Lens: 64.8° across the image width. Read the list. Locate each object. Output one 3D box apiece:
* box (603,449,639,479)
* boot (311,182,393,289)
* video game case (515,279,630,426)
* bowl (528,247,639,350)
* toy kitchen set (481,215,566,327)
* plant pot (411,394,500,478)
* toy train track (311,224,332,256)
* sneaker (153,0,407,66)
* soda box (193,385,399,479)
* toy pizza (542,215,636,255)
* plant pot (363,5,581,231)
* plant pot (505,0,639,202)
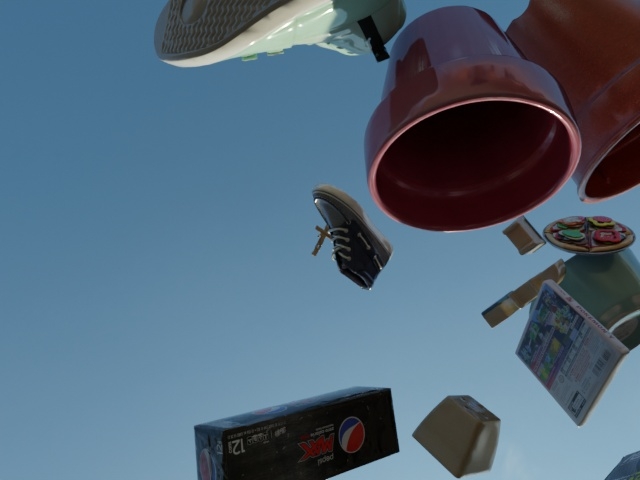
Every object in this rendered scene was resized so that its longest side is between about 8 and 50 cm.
[{"bbox_3d":[0.438,0.315,0.619,0.216,0.270,0.060,-24,-115,-31],"label":"box"},{"bbox_3d":[0.042,-0.003,0.814,0.190,0.069,0.086,43,-117,-24],"label":"boot"},{"bbox_3d":[0.442,0.202,0.911,0.023,0.183,0.201,-11,-51,-17],"label":"video game case"},{"bbox_3d":[0.706,0.176,1.255,0.312,0.163,0.311,-11,-51,-14],"label":"bowl"},{"bbox_3d":[0.441,0.068,1.164,0.207,0.122,0.166,-47,-110,34],"label":"toy kitchen set"},{"bbox_3d":[0.246,0.329,0.873,0.109,0.109,0.096,14,-77,-41],"label":"plant pot"},{"bbox_3d":[0.000,0.000,1.047,0.048,0.014,0.083,35,-123,-13],"label":"toy train track"},{"bbox_3d":[-0.037,-0.214,0.520,0.256,0.151,0.094,-10,-102,24],"label":"sneaker"},{"bbox_3d":[-0.014,0.163,0.413,0.169,0.053,0.060,0,-101,-38],"label":"soda box"},{"bbox_3d":[0.648,-0.022,1.221,0.202,0.201,0.032,-12,-64,-4],"label":"toy pizza"},{"bbox_3d":[0.143,-0.135,0.527,0.202,0.201,0.180,5,-123,-7],"label":"plant pot"},{"bbox_3d":[0.424,-0.243,0.755,0.273,0.272,0.265,-28,-118,-1],"label":"plant pot"}]
